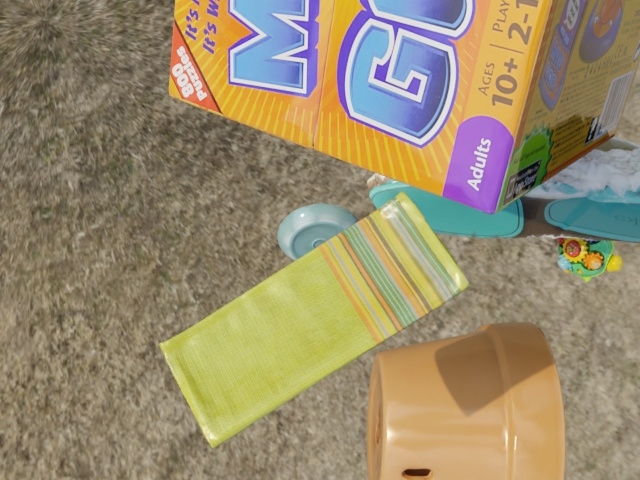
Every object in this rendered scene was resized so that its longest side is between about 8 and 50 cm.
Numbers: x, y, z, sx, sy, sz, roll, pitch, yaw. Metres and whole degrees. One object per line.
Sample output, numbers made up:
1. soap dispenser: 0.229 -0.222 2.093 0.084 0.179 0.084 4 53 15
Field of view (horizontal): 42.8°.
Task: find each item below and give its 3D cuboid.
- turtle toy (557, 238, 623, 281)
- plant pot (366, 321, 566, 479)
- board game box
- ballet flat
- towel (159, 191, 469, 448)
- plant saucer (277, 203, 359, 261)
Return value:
1. turtle toy: 0.386 -0.003 1.203 0.066 0.095 0.130 -2 87 -42
2. plant pot: 0.170 0.245 1.051 0.204 0.291 0.290 3 104 -3
3. board game box: 0.117 -0.286 0.786 0.357 0.356 0.356 -26 133 -51
4. ballet flat: 0.268 -0.072 1.010 0.409 0.147 0.146 6 105 13
5. towel: -0.007 0.058 0.647 0.237 0.102 0.021 -32 149 -4
6. plant saucer: 0.000 0.000 1.132 0.119 0.021 0.119 -3 134 -3
